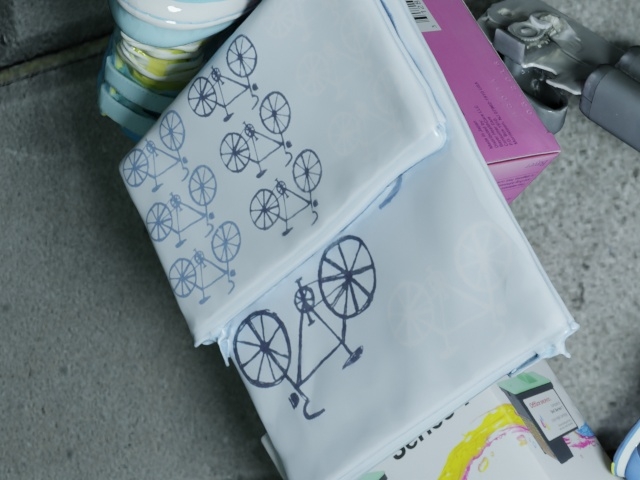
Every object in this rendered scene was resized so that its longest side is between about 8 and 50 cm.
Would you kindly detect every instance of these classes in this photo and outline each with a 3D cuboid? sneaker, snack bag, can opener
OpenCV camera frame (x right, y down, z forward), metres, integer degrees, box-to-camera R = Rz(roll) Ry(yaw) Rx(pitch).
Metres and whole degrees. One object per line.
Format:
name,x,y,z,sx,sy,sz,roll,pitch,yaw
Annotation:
sneaker,0.269,0.127,1.219,0.059,0.053,0.144,40,117,27
sneaker,-0.122,-0.152,1.376,0.127,0.319,0.208,19,110,-1
snack bag,0.000,0.000,1.233,0.323,0.037,0.342,-41,68,40
can opener,0.225,-0.091,1.258,0.283,0.076,0.095,39,140,29

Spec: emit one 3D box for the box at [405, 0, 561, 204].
box,0.027,-0.076,1.311,0.243,0.117,0.213,-49,63,43

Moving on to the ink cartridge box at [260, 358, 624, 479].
ink cartridge box,0.110,0.203,1.281,0.201,0.117,0.278,-43,66,26
